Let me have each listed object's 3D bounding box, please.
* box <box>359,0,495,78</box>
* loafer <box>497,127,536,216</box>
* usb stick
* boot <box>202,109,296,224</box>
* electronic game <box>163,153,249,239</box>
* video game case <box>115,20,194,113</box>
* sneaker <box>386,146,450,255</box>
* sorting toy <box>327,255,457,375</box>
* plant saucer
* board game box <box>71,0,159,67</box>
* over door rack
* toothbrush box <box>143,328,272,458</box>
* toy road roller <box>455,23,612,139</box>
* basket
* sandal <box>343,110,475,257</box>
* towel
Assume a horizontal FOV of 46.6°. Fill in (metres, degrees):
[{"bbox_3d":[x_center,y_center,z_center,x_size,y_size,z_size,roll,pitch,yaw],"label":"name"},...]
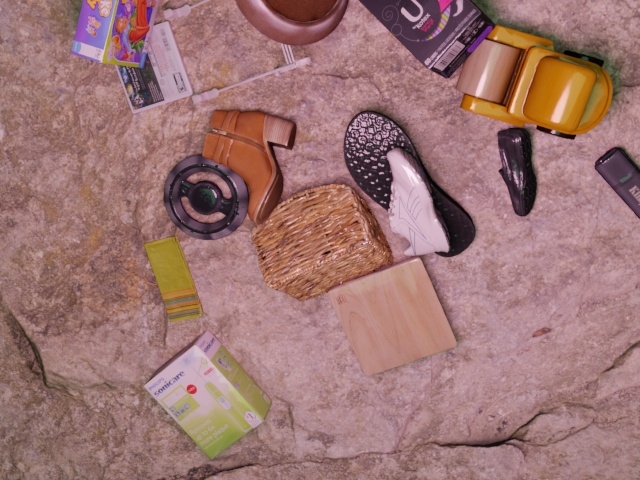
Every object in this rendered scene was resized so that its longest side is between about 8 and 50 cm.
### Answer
[{"bbox_3d":[0.229,-0.517,1.658,0.165,0.143,0.270,-48,72,20],"label":"box"},{"bbox_3d":[0.475,-0.166,1.812,0.078,0.076,0.223,8,119,44],"label":"loafer"},{"bbox_3d":[0.772,-0.107,1.791,0.077,0.045,0.278,-42,96,16],"label":"usb stick"},{"bbox_3d":[-0.198,-0.192,1.849,0.220,0.109,0.283,13,85,12],"label":"boot"},{"bbox_3d":[-0.300,-0.112,1.949,0.230,0.048,0.229,2,105,8],"label":"electronic game"},{"bbox_3d":[-0.432,-0.438,1.892,0.173,0.022,0.190,-15,104,12],"label":"video game case"},{"bbox_3d":[0.211,-0.080,1.761,0.130,0.111,0.297,-19,114,13],"label":"sneaker"},{"bbox_3d":[0.188,0.188,1.936,0.256,0.089,0.257,-22,103,13],"label":"sorting toy"},{"bbox_3d":[-0.057,-0.601,1.681,0.311,0.050,0.310,-1,93,-27],"label":"plant saucer"},{"bbox_3d":[-0.451,-0.585,1.727,0.078,0.233,0.346,19,103,6],"label":"board game box"},{"bbox_3d":[-0.192,-0.497,1.803,0.325,0.108,0.239,-13,102,23],"label":"over door rack"},{"bbox_3d":[-0.308,0.427,2.065,0.206,0.122,0.283,-38,96,16],"label":"toothbrush box"},{"bbox_3d":[0.482,-0.349,1.664,0.330,0.240,0.202,17,107,3],"label":"toy road roller"},{"bbox_3d":[0.000,0.000,1.913,0.299,0.223,0.213,-26,68,15],"label":"basket"},{"bbox_3d":[0.209,-0.137,1.850,0.168,0.107,0.445,-36,110,15],"label":"sandal"},{"bbox_3d":[-0.403,0.109,2.042,0.102,0.021,0.237,-14,103,11],"label":"towel"}]
